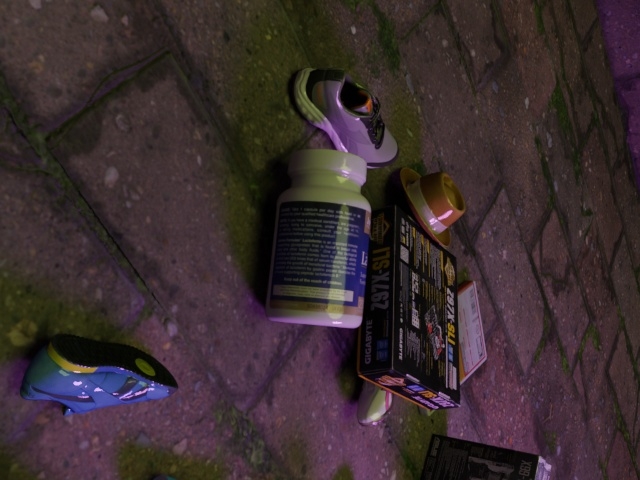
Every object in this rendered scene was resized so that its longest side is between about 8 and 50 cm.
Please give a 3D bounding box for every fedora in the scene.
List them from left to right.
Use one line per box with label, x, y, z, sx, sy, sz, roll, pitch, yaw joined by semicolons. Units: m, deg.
fedora;0.235;-0.081;1.318;0.194;0.079;0.194;45;27;-30

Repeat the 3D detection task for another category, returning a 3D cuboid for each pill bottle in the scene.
pill bottle;0.000;0.000;1.036;0.153;0.153;0.264;13;80;-49

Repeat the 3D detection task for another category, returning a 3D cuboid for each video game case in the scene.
video game case;0.285;0.231;1.468;0.285;0.025;0.204;-26;109;-47

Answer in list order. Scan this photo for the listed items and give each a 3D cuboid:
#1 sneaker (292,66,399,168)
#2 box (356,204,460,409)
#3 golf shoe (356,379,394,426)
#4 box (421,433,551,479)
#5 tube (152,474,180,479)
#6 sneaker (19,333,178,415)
sneaker;0.067;-0.207;1.155;0.271;0.108;0.100;33;63;-46
box;0.172;0.129;1.244;0.257;0.079;0.321;36;49;-46
golf shoe;0.102;0.259;1.225;0.086;0.068;0.186;58;39;-24
box;0.305;0.562;1.321;0.076;0.243;0.307;43;57;-40
tube;-0.148;0.384;0.912;0.207;0.052;0.080;39;69;-33
sneaker;-0.265;0.172;0.803;0.082;0.069;0.209;-52;145;6
